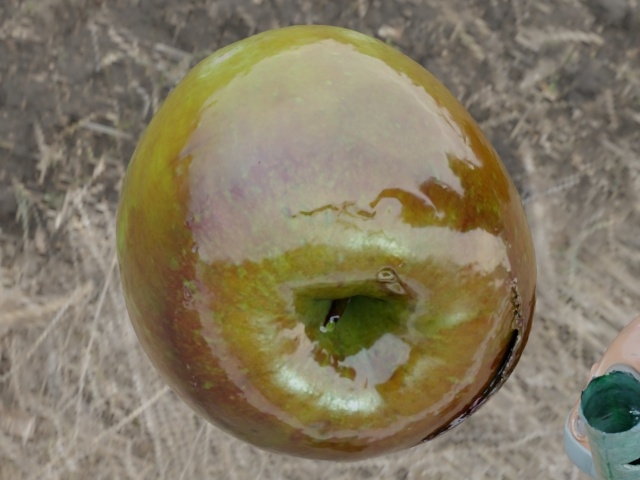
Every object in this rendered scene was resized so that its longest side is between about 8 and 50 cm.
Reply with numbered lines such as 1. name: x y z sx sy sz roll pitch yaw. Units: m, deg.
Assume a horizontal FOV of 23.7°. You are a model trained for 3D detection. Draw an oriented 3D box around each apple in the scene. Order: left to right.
1. apple: 0.000 0.000 1.361 0.384 0.374 0.374 56 42 -31

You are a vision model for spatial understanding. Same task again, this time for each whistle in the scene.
1. whistle: 0.174 0.129 0.868 0.039 0.186 0.039 -7 59 12

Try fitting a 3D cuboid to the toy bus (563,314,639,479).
1. toy bus: 0.423 0.174 1.747 0.194 0.232 0.287 29 32 32
